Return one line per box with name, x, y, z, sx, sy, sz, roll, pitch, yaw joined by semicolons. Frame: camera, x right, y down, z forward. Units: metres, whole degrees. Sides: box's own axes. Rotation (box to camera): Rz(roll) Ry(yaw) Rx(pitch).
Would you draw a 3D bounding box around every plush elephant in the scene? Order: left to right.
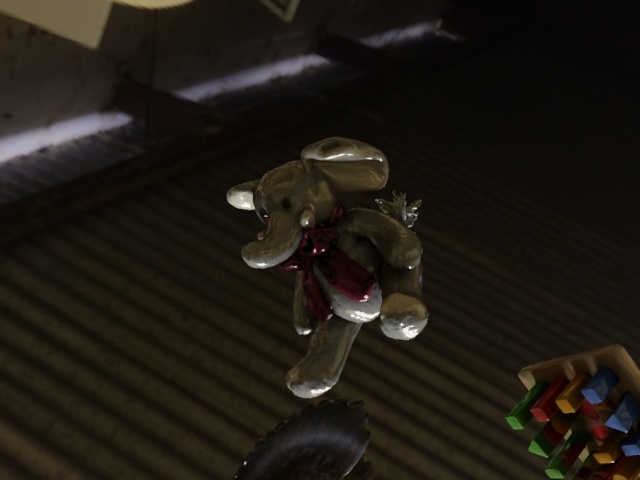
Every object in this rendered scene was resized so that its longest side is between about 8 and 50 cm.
plush elephant;0.000;0.000;1.322;0.255;0.272;0.330;33;-129;-18

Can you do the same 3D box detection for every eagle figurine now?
eagle figurine;-0.043;0.335;1.048;0.225;0.226;0.298;30;-122;-34

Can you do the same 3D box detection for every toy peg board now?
toy peg board;0.298;0.212;1.047;0.079;0.160;0.161;-41;-84;-31
